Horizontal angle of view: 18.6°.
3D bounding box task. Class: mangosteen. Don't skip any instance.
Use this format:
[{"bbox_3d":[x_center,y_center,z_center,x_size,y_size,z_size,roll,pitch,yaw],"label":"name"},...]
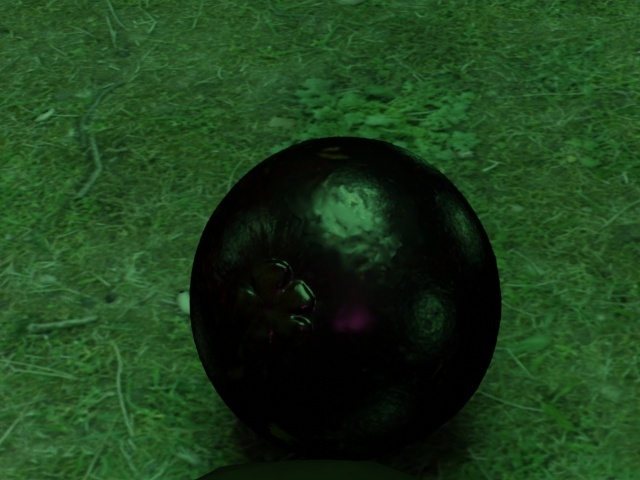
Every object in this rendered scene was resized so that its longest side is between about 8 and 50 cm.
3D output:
[{"bbox_3d":[0.027,0.050,1.674,0.288,0.288,0.288,-2,34,1],"label":"mangosteen"}]

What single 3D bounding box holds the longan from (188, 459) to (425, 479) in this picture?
[{"bbox_3d":[-0.024,0.324,1.157,0.404,0.404,0.436,-15,40,-17],"label":"longan"}]
